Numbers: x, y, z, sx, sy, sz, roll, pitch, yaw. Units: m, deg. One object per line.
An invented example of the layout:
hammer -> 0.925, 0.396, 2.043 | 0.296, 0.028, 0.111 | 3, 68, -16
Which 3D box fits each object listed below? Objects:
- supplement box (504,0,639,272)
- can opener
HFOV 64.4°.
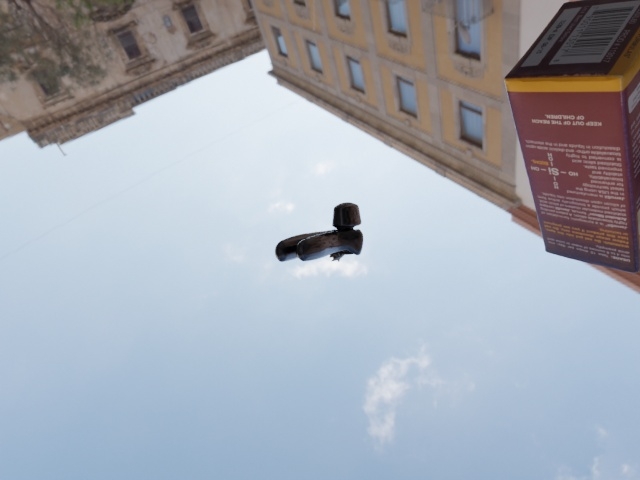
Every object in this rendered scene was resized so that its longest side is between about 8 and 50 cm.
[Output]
supplement box -> 0.223, -0.078, 0.402 | 0.080, 0.188, 0.104 | 18, -121, 46
can opener -> 0.000, 0.000, 0.608 | 0.059, 0.073, 0.186 | -12, -175, 30
